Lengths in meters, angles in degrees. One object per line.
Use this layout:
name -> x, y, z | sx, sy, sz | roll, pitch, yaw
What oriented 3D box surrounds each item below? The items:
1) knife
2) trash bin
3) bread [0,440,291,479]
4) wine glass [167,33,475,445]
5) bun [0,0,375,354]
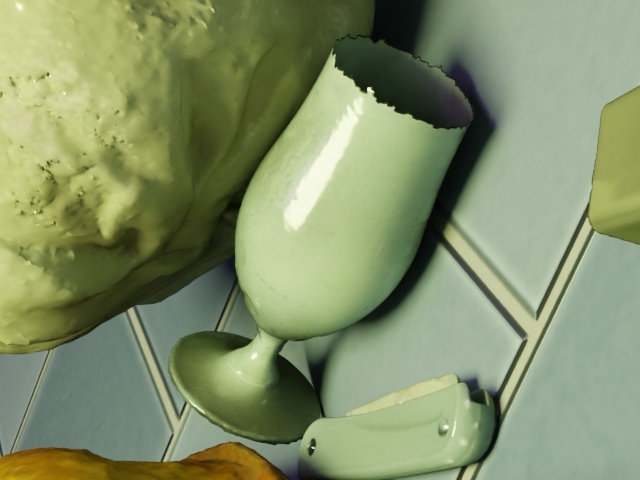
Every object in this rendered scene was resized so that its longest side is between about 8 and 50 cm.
knife -> 0.033, 0.092, 0.763 | 0.162, 0.023, 0.044 | -24, 56, 60
trash bin -> 0.140, -0.034, 0.584 | 0.092, 0.043, 0.061 | 156, 126, -65
bread -> -0.125, 0.211, 0.821 | 0.340, 0.194, 0.179 | -60, 34, 38
wine glass -> 0.000, 0.000, 0.808 | 0.202, 0.093, 0.093 | -64, 26, 26
bun -> -0.105, -0.083, 0.896 | 0.360, 0.211, 0.360 | -48, 1, 1
